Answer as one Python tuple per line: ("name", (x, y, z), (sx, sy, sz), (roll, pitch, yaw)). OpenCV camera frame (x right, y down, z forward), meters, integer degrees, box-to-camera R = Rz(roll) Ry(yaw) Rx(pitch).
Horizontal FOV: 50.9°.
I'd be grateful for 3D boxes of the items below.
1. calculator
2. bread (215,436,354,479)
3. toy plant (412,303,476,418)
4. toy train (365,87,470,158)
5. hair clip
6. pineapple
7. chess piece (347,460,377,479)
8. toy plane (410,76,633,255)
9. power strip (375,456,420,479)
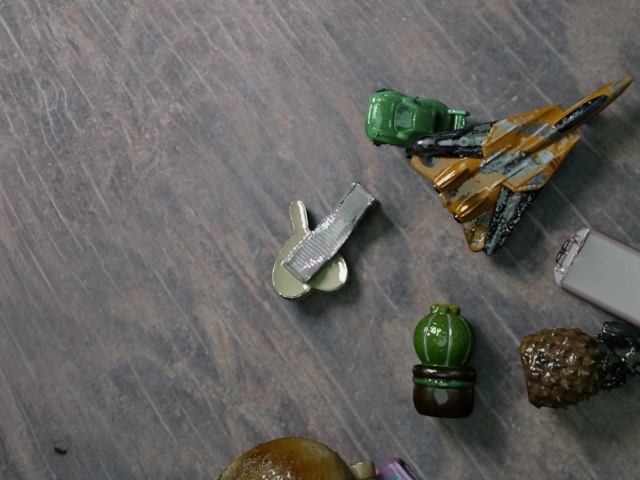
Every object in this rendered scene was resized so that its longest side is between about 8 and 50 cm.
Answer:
("calculator", (0.419, 0.053, 0.951), (0.175, 0.032, 0.100), (29, 93, 18))
("bread", (-0.072, 0.421, 0.942), (0.305, 0.158, 0.306), (-32, 48, 43))
("toy plant", (0.181, 0.174, 0.985), (0.092, 0.093, 0.162), (-1, 80, 18))
("toy train", (0.145, -0.181, 1.031), (0.081, 0.149, 0.099), (7, 88, 63))
("hair clip", (-0.002, -0.001, 1.075), (0.159, 0.071, 0.218), (40, 91, 21))
("pineapple", (0.396, 0.164, 0.908), (0.237, 0.119, 0.111), (-11, 54, 17))
("chess piece", (0.065, 0.385, 0.973), (0.066, 0.066, 0.122), (-18, 73, 15))
("toy plane", (0.307, -0.140, 0.977), (0.316, 0.103, 0.204), (-35, 89, 1))
("power strip", (0.162, 0.451, 0.984), (0.109, 0.037, 0.279), (-46, 72, 7))
